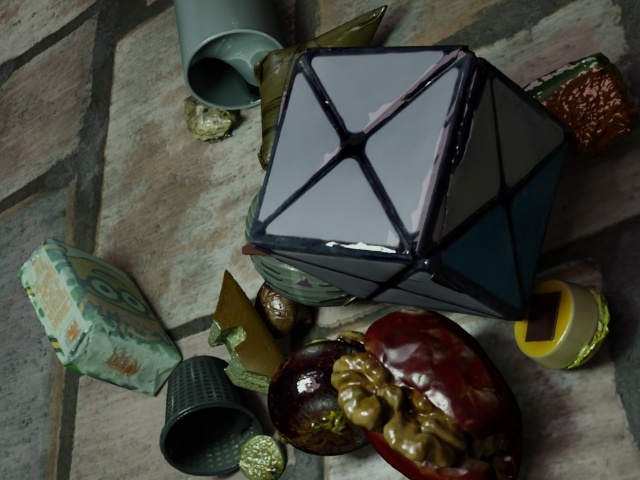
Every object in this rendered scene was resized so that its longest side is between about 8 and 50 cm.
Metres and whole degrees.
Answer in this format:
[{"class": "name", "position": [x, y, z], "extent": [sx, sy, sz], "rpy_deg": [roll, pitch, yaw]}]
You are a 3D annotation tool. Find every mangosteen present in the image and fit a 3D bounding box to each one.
[{"class": "mangosteen", "position": [0.017, 0.224, 1.724], "extent": [0.192, 0.192, 0.217], "rpy_deg": [-37, 24, 26]}]

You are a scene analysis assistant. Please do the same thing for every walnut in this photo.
[{"class": "walnut", "position": [0.150, 0.228, 1.524], "extent": [0.269, 0.243, 0.222], "rpy_deg": [37, 109, 46]}]

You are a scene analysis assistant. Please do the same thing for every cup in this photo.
[{"class": "cup", "position": [-0.186, -0.438, 2.235], "extent": [0.205, 0.205, 0.312], "rpy_deg": [-36, 46, 27]}]

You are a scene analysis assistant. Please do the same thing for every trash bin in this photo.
[{"class": "trash bin", "position": [-0.197, 0.287, 1.913], "extent": [0.175, 0.175, 0.161], "rpy_deg": [-45, 35, 19]}]

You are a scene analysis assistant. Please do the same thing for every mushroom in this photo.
[{"class": "mushroom", "position": [-0.073, 0.117, 1.916], "extent": [0.109, 0.085, 0.126], "rpy_deg": [55, 157, 7]}]

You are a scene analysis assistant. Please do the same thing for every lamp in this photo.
[{"class": "lamp", "position": [0.000, 0.000, 1.815], "extent": [0.265, 0.233, 0.233], "rpy_deg": [9, 76, 27]}]

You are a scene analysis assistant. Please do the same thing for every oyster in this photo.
[{"class": "oyster", "position": [-0.240, -0.267, 2.299], "extent": [0.133, 0.072, 0.209], "rpy_deg": [-41, 44, 19]}]

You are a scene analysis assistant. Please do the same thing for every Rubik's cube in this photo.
[{"class": "Rubik's cube", "position": [0.134, -0.078, 1.525], "extent": [0.310, 0.305, 0.307], "rpy_deg": [7, 77, 40]}]

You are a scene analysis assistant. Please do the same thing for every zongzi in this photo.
[{"class": "zongzi", "position": [0.015, -0.261, 2.008], "extent": [0.289, 0.123, 0.260], "rpy_deg": [-19, 62, 33]}]

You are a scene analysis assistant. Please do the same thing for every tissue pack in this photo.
[{"class": "tissue pack", "position": [-0.430, 0.147, 2.159], "extent": [0.128, 0.228, 0.311], "rpy_deg": [-52, 42, 10]}]

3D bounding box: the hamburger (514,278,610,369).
[{"class": "hamburger", "position": [0.335, 0.115, 1.524], "extent": [0.141, 0.081, 0.127], "rpy_deg": [-32, 45, 46]}]

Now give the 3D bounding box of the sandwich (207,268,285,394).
[{"class": "sandwich", "position": [-0.128, 0.171, 1.866], "extent": [0.244, 0.088, 0.090], "rpy_deg": [58, 160, 15]}]

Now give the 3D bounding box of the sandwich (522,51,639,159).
[{"class": "sandwich", "position": [0.370, -0.178, 1.628], "extent": [0.184, 0.109, 0.160], "rpy_deg": [-34, 66, 28]}]

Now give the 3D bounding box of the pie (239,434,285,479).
[{"class": "pie", "position": [-0.099, 0.365, 1.855], "extent": [0.085, 0.017, 0.085], "rpy_deg": [-1, 88, 23]}]
